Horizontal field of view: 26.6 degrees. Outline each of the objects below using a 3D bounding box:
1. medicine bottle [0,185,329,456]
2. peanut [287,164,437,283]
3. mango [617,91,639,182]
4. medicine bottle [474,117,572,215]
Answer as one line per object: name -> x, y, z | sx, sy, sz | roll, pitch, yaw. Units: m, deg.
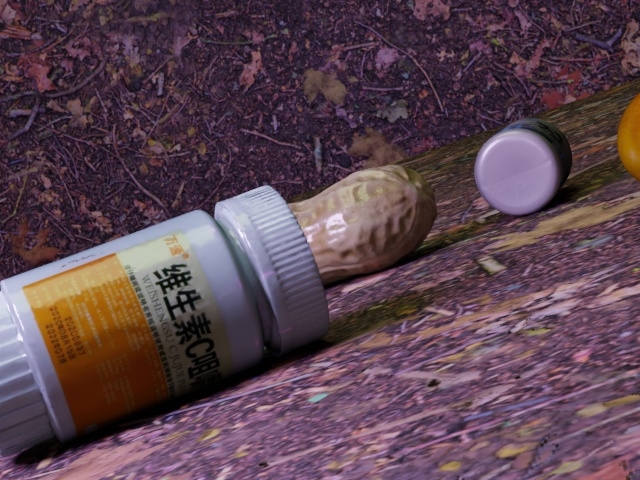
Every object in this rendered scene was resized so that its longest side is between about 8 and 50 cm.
medicine bottle -> -0.166, 0.074, 1.226 | 0.318, 0.158, 0.158 | -20, 5, -15
peanut -> 0.000, 0.000, 1.615 | 0.298, 0.120, 0.136 | -22, 0, -1
mango -> 0.388, -0.113, 1.346 | 0.151, 0.120, 0.221 | -16, -2, 45
medicine bottle -> 0.262, -0.098, 1.717 | 0.107, 0.107, 0.191 | -18, 6, 19
